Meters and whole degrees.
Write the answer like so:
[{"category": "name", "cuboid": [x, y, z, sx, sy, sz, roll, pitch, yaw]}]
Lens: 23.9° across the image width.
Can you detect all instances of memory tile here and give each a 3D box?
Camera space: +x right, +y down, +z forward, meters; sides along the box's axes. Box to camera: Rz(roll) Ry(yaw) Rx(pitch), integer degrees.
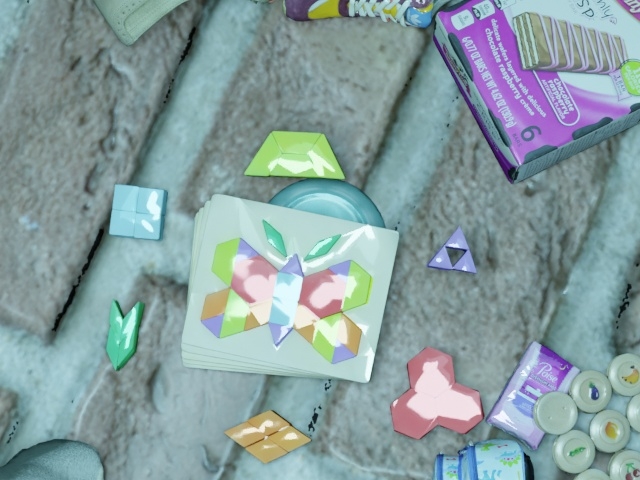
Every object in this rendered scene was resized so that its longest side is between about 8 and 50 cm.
[{"category": "memory tile", "cuboid": [0.262, 0.155, 1.285, 0.148, 0.012, 0.113, -25, 90, -11]}]

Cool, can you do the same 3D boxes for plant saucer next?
[{"category": "plant saucer", "cuboid": [0.000, 0.000, 1.332, 0.119, 0.021, 0.119, 0, 79, 0]}]

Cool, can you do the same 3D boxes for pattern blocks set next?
[{"category": "pattern blocks set", "cuboid": [-0.027, 0.047, 1.301, 0.324, 0.026, 0.285, -4, 86, 5]}]

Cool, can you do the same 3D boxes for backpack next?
[{"category": "backpack", "cuboid": [0.134, 0.216, 1.241, 0.084, 0.114, 0.105, -4, 80, 0]}]

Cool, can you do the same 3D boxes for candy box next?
[{"category": "candy box", "cuboid": [0.238, -0.174, 1.338, 0.233, 0.071, 0.159, -26, 79, -5]}]

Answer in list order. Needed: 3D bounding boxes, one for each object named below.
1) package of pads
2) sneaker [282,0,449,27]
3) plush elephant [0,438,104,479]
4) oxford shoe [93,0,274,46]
[{"category": "package of pads", "cuboid": [0.183, 0.134, 1.298, 0.050, 0.032, 0.083, 31, 81, 3]}, {"category": "sneaker", "cuboid": [0.060, -0.224, 1.351, 0.185, 0.069, 0.084, -23, 74, -3]}, {"category": "plush elephant", "cuboid": [-0.289, 0.319, 1.164, 0.271, 0.330, 0.255, -7, 97, -8]}, {"category": "oxford shoe", "cuboid": [-0.048, -0.284, 1.358, 0.348, 0.123, 0.130, -22, 103, -2]}]
